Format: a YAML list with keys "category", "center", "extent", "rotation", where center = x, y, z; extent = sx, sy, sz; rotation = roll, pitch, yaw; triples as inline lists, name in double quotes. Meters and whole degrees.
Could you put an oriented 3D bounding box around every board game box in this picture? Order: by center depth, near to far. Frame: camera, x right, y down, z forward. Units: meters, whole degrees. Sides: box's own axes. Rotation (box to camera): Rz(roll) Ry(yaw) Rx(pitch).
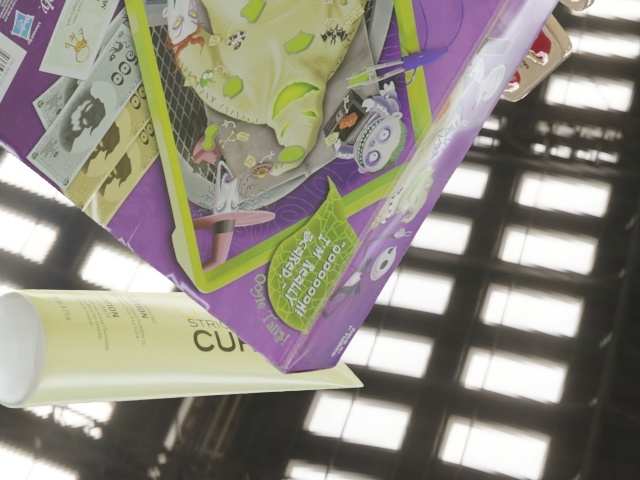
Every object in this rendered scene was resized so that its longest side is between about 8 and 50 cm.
- category: "board game box"
  center: [0.006, -0.149, 0.481]
  extent: [0.208, 0.347, 0.056]
  rotation: [38, -166, 28]

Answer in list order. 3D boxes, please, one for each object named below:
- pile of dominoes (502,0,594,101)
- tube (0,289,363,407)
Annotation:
- category: "pile of dominoes"
  center: [0.030, -0.180, 0.614]
  extent: [0.040, 0.196, 0.251]
  rotation: [-34, -121, -28]
- category: "tube"
  center: [-0.080, 0.058, 0.731]
  extent: [0.240, 0.062, 0.070]
  rotation: [4, -105, -47]
